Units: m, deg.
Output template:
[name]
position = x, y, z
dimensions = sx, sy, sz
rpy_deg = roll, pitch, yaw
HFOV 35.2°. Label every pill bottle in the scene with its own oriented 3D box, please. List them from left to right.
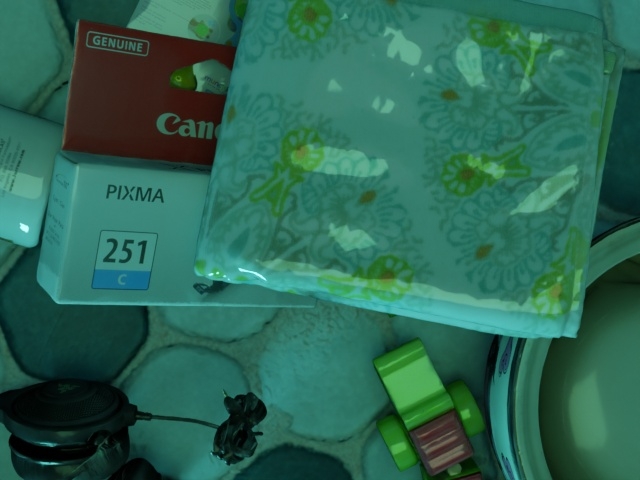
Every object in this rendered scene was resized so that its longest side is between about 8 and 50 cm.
[pill bottle]
position = -0.375, -0.086, 1.002
dimensions = 0.229, 0.131, 0.131
rpy_deg = 18, 96, -11

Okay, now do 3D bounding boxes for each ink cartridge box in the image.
[ink cartridge box]
position = -0.115, -0.065, 1.012
dimensions = 0.296, 0.066, 0.261
rpy_deg = 3, 105, -34

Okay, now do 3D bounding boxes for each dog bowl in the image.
[dog bowl]
position = 0.363, 0.174, 1.109
dimensions = 0.408, 0.150, 0.408
rpy_deg = 1, 87, -16

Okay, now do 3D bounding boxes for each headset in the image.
[headset]
position = -0.236, 0.257, 1.052
dimensions = 0.394, 0.185, 0.243
rpy_deg = -26, 103, 8

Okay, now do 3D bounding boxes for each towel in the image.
[towel]
position = 0.091, -0.088, 0.970
dimensions = 0.375, 0.090, 0.320
rpy_deg = 11, 80, -1

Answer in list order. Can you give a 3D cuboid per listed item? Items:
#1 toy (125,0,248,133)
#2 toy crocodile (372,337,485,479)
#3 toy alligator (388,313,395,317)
[toy]
position = -0.112, -0.245, 1.050
dimensions = 0.137, 0.056, 0.237
rpy_deg = 27, 85, -16
[toy crocodile]
position = 0.150, 0.273, 1.152
dimensions = 0.115, 0.105, 0.340
rpy_deg = -21, 101, -5
[toy alligator]
position = 0.054, 0.003, 1.120
dimensions = 0.056, 0.051, 0.189
rpy_deg = -22, 102, -5
